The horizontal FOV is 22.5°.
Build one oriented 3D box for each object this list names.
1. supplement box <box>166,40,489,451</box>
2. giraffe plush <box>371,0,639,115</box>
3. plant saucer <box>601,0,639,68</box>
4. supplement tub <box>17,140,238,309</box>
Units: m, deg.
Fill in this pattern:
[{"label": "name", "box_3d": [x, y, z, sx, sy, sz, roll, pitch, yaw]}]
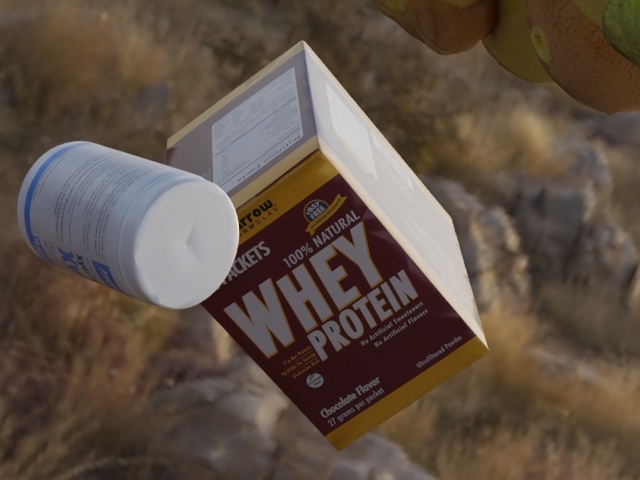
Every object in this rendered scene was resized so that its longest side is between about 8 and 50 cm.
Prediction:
[{"label": "supplement box", "box_3d": [0.000, 0.000, 1.121, 0.191, 0.129, 0.194, 49, 15, -23]}, {"label": "giraffe plush", "box_3d": [0.116, -0.120, 0.592, 0.181, 0.210, 0.170, -14, 41, -6]}, {"label": "plant saucer", "box_3d": [0.185, -0.051, 0.311, 0.188, 0.188, 0.045, 33, 25, -15]}, {"label": "supplement tub", "box_3d": [-0.101, -0.010, 0.835, 0.071, 0.071, 0.107, 11, 5, -44]}]
